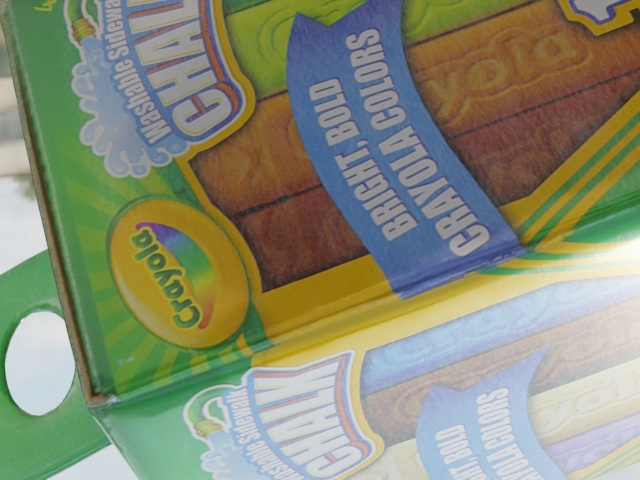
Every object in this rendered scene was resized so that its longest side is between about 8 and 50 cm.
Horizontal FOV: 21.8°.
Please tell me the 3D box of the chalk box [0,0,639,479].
[{"bbox_3d":[0.000,0.000,0.435,0.213,0.132,0.132,-20,146,0],"label":"chalk box"}]
